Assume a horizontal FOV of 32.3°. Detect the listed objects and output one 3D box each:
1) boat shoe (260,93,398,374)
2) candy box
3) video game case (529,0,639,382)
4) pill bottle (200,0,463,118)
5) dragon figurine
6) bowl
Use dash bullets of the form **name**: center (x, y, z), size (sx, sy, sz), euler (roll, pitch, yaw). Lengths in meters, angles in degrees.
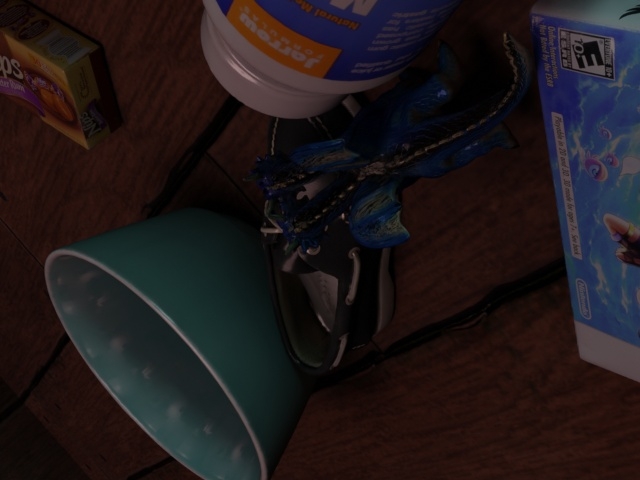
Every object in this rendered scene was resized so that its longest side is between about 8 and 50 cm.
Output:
- **boat shoe**: center (0.000, 0.000, 0.916), size (0.114, 0.091, 0.303), euler (26, 145, 35)
- **candy box**: center (-0.295, -0.184, 1.148), size (0.186, 0.053, 0.109), euler (31, 148, 27)
- **video game case**: center (0.244, -0.003, 0.599), size (0.244, 0.061, 0.270), euler (21, 141, 40)
- **pill bottle**: center (0.017, -0.174, 0.608), size (0.152, 0.152, 0.272), euler (47, 152, 3)
- **dragon figurine**: center (0.041, -0.050, 0.707), size (0.085, 0.144, 0.289), euler (53, 167, -12)
- **bowl**: center (-0.115, 0.088, 1.118), size (0.311, 0.163, 0.312), euler (35, 150, 24)
